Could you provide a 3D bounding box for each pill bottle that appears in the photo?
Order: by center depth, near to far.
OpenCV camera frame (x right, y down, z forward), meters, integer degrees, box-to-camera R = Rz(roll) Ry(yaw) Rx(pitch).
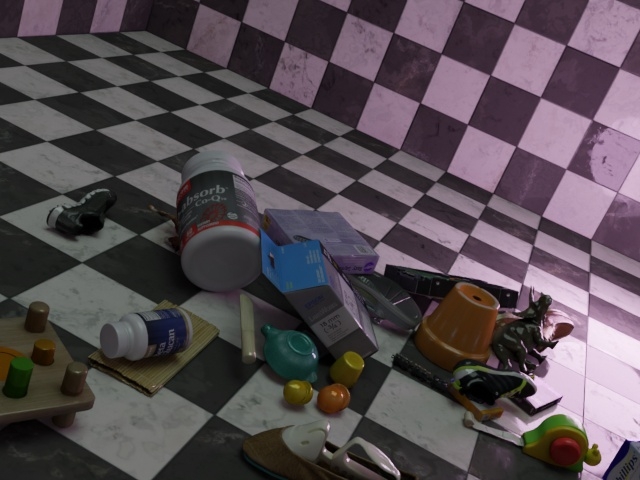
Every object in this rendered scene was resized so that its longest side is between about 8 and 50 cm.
[{"bbox_3d":[-0.349,0.189,1.553,0.169,0.094,0.094,-4,34,-46],"label":"pill bottle"},{"bbox_3d":[-0.264,-0.060,2.005,0.210,0.210,0.363,12,37,-24],"label":"pill bottle"}]

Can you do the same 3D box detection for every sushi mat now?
[{"bbox_3d":[-0.341,0.219,1.641,0.151,0.019,0.316,27,23,9],"label":"sushi mat"}]

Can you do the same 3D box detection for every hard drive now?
[{"bbox_3d":[0.384,0.138,2.312,0.338,0.064,0.237,11,2,-20],"label":"hard drive"}]

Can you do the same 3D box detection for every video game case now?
[{"bbox_3d":[-0.035,0.256,1.850,0.087,0.011,0.122,32,24,22],"label":"video game case"}]

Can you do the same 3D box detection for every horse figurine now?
[{"bbox_3d":[-0.355,-0.051,2.174,0.174,0.066,0.263,34,26,30],"label":"horse figurine"}]

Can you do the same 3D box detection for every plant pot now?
[{"bbox_3d":[0.379,0.223,2.071,0.205,0.188,0.205,19,23,-8],"label":"plant pot"}]

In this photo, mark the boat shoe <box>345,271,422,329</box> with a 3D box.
[{"bbox_3d":[0.134,0.151,2.142,0.320,0.103,0.118,33,27,16],"label":"boat shoe"}]

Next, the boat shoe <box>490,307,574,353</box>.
[{"bbox_3d":[0.615,0.280,2.275,0.324,0.123,0.120,-1,38,-27],"label":"boat shoe"}]

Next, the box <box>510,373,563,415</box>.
[{"bbox_3d":[0.552,0.399,2.044,0.162,0.029,0.116,-7,36,-48],"label":"box"}]

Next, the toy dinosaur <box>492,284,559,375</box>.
[{"bbox_3d":[0.537,0.280,2.115,0.313,0.121,0.160,-38,68,-26],"label":"toy dinosaur"}]

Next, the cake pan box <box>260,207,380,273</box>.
[{"bbox_3d":[0.000,0.000,2.132,0.266,0.070,0.246,1,33,-34],"label":"cake pan box"}]

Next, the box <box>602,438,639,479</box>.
[{"bbox_3d":[0.729,0.542,1.760,0.072,0.126,0.137,8,26,-26],"label":"box"}]

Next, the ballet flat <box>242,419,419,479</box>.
[{"bbox_3d":[0.029,0.405,1.428,0.342,0.124,0.116,24,22,6],"label":"ballet flat"}]

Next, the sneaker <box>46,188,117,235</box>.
[{"bbox_3d":[-0.583,-0.064,1.987,0.106,0.078,0.234,30,27,12],"label":"sneaker"}]

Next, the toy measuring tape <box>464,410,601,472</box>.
[{"bbox_3d":[0.504,0.439,1.802,0.330,0.121,0.121,22,22,0],"label":"toy measuring tape"}]

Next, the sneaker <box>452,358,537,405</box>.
[{"bbox_3d":[0.422,0.367,1.898,0.234,0.084,0.097,16,46,-14],"label":"sneaker"}]

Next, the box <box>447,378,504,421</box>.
[{"bbox_3d":[0.376,0.388,1.912,0.081,0.028,0.136,3,27,-39],"label":"box"}]

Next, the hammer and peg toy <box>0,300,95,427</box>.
[{"bbox_3d":[-0.590,0.211,1.289,0.361,0.127,0.266,0,31,-42],"label":"hammer and peg toy"}]

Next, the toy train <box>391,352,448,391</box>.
[{"bbox_3d":[0.248,0.325,1.933,0.158,0.027,0.036,30,20,16],"label":"toy train"}]

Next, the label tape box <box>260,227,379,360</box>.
[{"bbox_3d":[-0.004,0.114,1.859,0.334,0.106,0.241,53,11,-24],"label":"label tape box"}]

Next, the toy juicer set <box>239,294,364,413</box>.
[{"bbox_3d":[-0.071,0.273,1.698,0.329,0.089,0.209,29,35,-5],"label":"toy juicer set"}]
